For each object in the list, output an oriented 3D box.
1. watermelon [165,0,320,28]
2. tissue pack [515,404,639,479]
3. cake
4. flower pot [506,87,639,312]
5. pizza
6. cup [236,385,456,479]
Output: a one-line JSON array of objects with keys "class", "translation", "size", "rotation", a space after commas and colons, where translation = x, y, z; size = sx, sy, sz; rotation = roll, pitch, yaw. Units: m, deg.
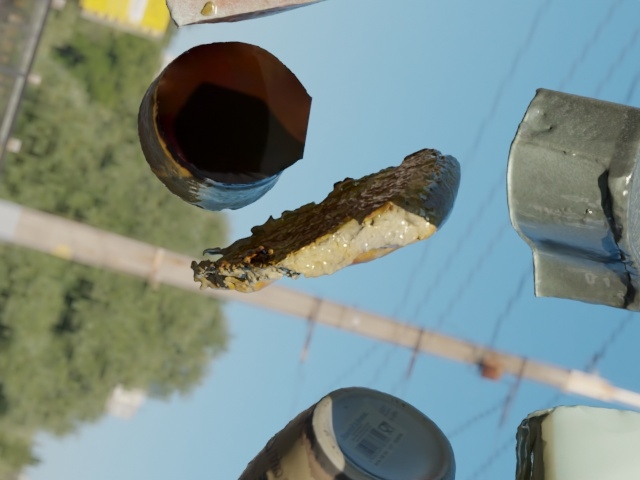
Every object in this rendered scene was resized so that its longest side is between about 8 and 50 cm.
[{"class": "watermelon", "translation": [-0.079, -0.341, 1.706], "size": [0.262, 0.201, 0.212], "rotation": [-3, -80, 53]}, {"class": "tissue pack", "translation": [0.302, 0.341, 1.159], "size": [0.205, 0.332, 0.405], "rotation": [95, -1, -51]}, {"class": "cake", "translation": [-0.120, -0.123, 1.965], "size": [0.185, 0.208, 0.178], "rotation": [-49, 174, -22]}, {"class": "flower pot", "translation": [0.233, -0.025, 1.402], "size": [0.103, 0.108, 0.229], "rotation": [-66, 153, -24]}, {"class": "pizza", "translation": [0.000, -0.001, 1.608], "size": [0.189, 0.297, 0.071], "rotation": [-73, 142, -69]}, {"class": "cup", "translation": [0.030, 0.255, 1.525], "size": [0.257, 0.227, 0.301], "rotation": [-62, 175, 31]}]
